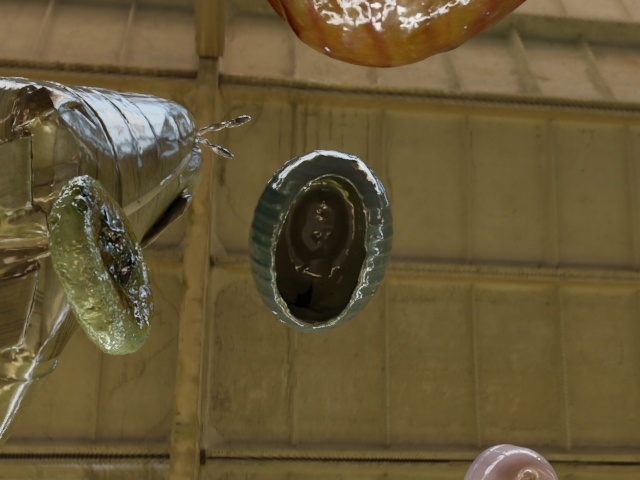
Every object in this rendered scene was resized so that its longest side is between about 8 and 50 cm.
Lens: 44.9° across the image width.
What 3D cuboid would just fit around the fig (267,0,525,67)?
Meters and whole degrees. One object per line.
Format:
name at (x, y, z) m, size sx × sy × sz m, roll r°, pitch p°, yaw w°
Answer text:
fig at (0.043, -0.194, 0.374) m, size 0.175 × 0.207 × 0.175 m, roll -2°, pitch -118°, yaw 4°

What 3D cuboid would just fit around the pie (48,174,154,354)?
pie at (-0.094, 0.009, 0.347) m, size 0.021 × 0.084 × 0.084 m, roll -15°, pitch -116°, yaw 6°

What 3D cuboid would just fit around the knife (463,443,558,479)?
knife at (0.209, 0.275, 0.561) m, size 0.081 × 0.043 × 0.336 m, roll -44°, pitch -73°, yaw -26°

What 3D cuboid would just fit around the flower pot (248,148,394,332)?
flower pot at (0.000, 0.000, 1.023) m, size 0.189 × 0.243 × 0.157 m, roll 12°, pitch -162°, yaw -2°

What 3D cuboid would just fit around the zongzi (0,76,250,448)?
zongzi at (-0.322, 0.015, 1.124) m, size 0.218 × 0.500 × 0.467 m, roll 13°, pitch -79°, yaw 20°
